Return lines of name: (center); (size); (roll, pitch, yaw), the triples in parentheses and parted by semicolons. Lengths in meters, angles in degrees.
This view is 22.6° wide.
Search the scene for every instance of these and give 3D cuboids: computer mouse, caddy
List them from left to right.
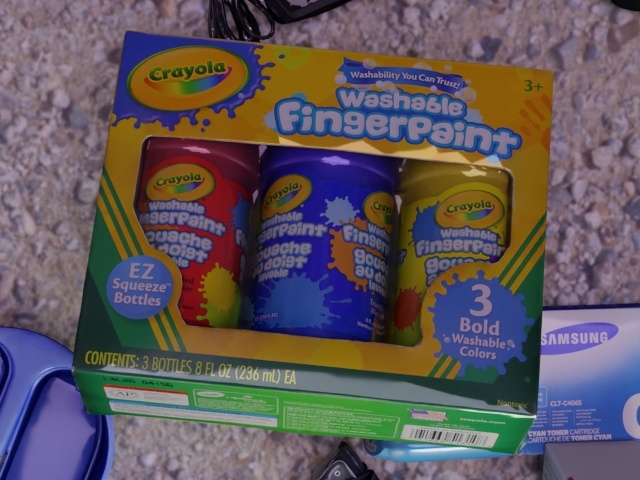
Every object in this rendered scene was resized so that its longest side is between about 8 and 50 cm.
caddy: (-0.358, 0.255, 1.689); (0.241, 0.179, 0.341); (21, 89, -8)
computer mouse: (-0.006, -0.322, 1.776); (0.272, 0.072, 0.188); (-15, 96, 6)

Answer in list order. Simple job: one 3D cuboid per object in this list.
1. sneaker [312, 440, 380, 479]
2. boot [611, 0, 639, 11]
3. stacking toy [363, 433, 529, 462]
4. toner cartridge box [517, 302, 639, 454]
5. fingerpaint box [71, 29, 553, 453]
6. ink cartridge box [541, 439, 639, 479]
sneaker: (0.089, 0.288, 1.775); (0.226, 0.086, 0.163); (-22, 94, 11)
boot: (0.458, -0.234, 1.819); (0.247, 0.094, 0.207); (-14, 90, -13)
stacking toy: (0.128, 0.087, 1.750); (0.166, 0.175, 0.301); (-2, 90, -8)
toner cartridge box: (0.383, 0.154, 1.831); (0.348, 0.075, 0.165); (-2, 91, -7)
fingerpaint box: (0.000, 0.000, 1.616); (0.445, 0.163, 0.371); (6, 68, 1)
ink cartridge box: (0.308, 0.381, 1.733); (0.114, 0.197, 0.272); (-1, 109, -6)
